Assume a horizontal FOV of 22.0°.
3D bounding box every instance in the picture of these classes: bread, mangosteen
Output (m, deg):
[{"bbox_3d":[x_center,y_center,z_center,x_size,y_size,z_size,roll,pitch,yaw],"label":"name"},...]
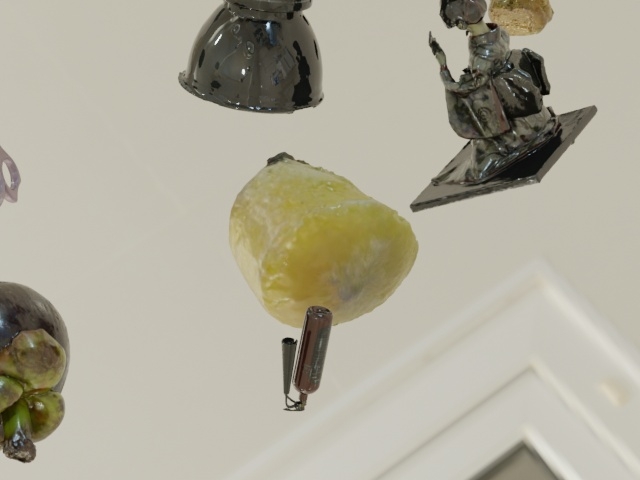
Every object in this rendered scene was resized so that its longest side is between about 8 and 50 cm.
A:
[{"bbox_3d":[0.232,-0.272,1.924,0.083,0.046,0.081,33,155,-24],"label":"bread"},{"bbox_3d":[-0.352,0.154,1.807,0.217,0.192,0.192,51,165,32],"label":"mangosteen"},{"bbox_3d":[-0.001,0.004,1.896,0.170,0.197,0.197,51,165,37],"label":"bread"}]

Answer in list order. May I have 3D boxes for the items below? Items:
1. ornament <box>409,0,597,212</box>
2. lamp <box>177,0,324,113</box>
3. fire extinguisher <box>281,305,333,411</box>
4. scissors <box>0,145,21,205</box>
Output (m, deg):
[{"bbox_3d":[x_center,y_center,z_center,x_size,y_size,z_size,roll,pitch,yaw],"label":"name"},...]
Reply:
[{"bbox_3d":[0.148,-0.162,1.607,0.153,0.166,0.196,-11,113,38],"label":"ornament"},{"bbox_3d":[-0.048,-0.256,1.617,0.147,0.172,0.227,27,117,36],"label":"lamp"},{"bbox_3d":[-0.016,0.106,1.378,0.032,0.046,0.100,17,108,17],"label":"fire extinguisher"},{"bbox_3d":[-0.442,-0.148,2.179,0.110,0.021,0.212,-29,-73,-72],"label":"scissors"}]
